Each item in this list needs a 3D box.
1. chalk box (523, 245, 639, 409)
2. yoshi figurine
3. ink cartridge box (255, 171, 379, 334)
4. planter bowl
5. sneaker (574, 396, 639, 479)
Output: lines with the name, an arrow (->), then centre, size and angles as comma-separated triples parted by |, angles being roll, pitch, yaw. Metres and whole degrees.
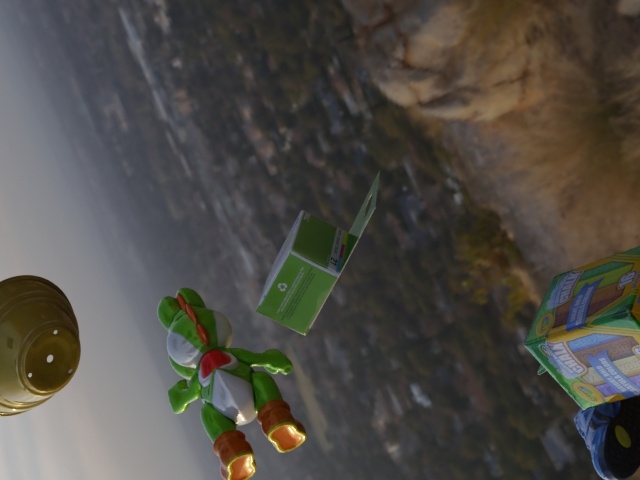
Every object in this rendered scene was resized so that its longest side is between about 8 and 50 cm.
chalk box -> 0.353, 0.114, 1.476 | 0.132, 0.132, 0.213 | 47, 138, -18
yoshi figurine -> -0.171, 0.247, 2.073 | 0.203, 0.203, 0.362 | -56, 52, 30
ink cartridge box -> 0.000, 0.000, 1.955 | 0.255, 0.097, 0.189 | -62, 5, 22
planter bowl -> -0.421, 0.165, 1.735 | 0.090, 0.217, 0.217 | 12, 131, 39
sneaker -> 0.374, 0.254, 1.548 | 0.069, 0.082, 0.209 | 47, -148, -12
